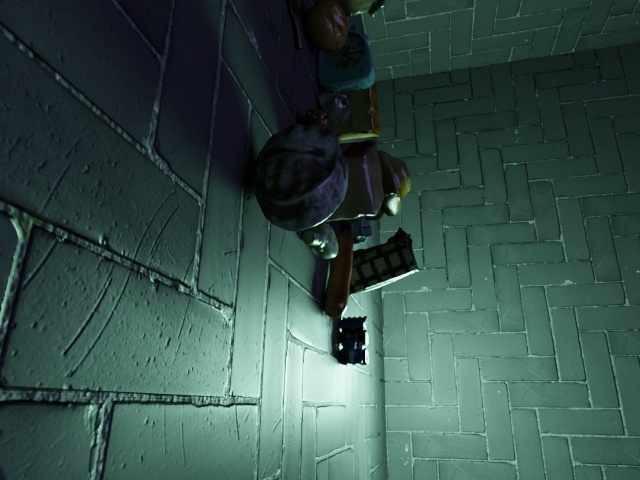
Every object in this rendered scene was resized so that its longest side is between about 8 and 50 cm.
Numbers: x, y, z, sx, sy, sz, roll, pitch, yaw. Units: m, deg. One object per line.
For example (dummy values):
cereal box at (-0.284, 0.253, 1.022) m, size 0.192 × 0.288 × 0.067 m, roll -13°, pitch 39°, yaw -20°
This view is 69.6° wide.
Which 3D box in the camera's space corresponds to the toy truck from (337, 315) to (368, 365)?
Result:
toy truck at (0.132, 0.402, 1.881) m, size 0.126 × 0.113 × 0.207 m, roll 58°, pitch 29°, yaw -60°

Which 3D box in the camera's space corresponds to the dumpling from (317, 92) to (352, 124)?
dumpling at (0.060, -0.534, 1.829) m, size 0.188 × 0.127 × 0.108 m, roll 56°, pitch 19°, yaw -58°

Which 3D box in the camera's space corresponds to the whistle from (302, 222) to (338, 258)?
whistle at (0.000, 0.000, 1.553) m, size 0.258 × 0.067 × 0.125 m, roll 11°, pitch 62°, yaw -72°

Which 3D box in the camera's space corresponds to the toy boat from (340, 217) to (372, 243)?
toy boat at (0.191, -0.055, 2.221) m, size 0.332 × 0.133 × 0.145 m, roll 5°, pitch 80°, yaw -77°

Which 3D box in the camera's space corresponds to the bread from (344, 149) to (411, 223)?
bread at (0.211, -0.213, 1.914) m, size 0.210 × 0.342 × 0.300 m, roll -87°, pitch 172°, yaw -57°

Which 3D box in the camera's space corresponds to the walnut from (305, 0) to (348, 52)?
walnut at (0.024, -0.794, 1.703) m, size 0.207 × 0.159 × 0.158 m, roll 37°, pitch 50°, yaw -64°

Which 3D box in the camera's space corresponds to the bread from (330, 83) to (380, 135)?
bread at (0.146, -0.590, 2.035) m, size 0.279 × 0.207 × 0.278 m, roll -41°, pitch 125°, yaw -72°

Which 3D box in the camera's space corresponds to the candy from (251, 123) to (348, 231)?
candy at (-0.048, -0.158, 1.065) m, size 0.289 × 0.215 × 0.157 m, roll -84°, pitch 160°, yaw -43°

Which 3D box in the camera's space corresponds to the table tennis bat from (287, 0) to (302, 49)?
table tennis bat at (-0.085, -0.752, 1.515) m, size 0.131 × 0.022 × 0.234 m, roll -45°, pitch 128°, yaw -73°

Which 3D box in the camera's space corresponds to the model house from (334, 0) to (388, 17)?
model house at (0.173, -1.211, 1.939) m, size 0.394 × 0.401 × 0.445 m, roll -73°, pitch 155°, yaw -50°

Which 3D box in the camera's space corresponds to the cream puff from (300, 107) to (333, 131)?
cream puff at (-0.011, -0.377, 1.514) m, size 0.094 × 0.122 × 0.115 m, roll -29°, pitch 95°, yaw -34°

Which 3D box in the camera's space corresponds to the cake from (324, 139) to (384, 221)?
cake at (0.088, -0.216, 1.630) m, size 0.308 × 0.237 × 0.229 m, roll -63°, pitch 143°, yaw -62°

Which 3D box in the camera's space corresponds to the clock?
clock at (0.102, -0.735, 1.854) m, size 0.094 × 0.224 × 0.273 m, roll 46°, pitch 41°, yaw -70°

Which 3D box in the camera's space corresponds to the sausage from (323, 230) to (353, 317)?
sausage at (0.073, 0.119, 1.765) m, size 0.418 × 0.094 × 0.094 m, roll -81°, pitch 176°, yaw -45°

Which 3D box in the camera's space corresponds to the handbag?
handbag at (0.263, 0.082, 2.061) m, size 0.162 × 0.326 × 0.327 m, roll 64°, pitch 16°, yaw -11°
